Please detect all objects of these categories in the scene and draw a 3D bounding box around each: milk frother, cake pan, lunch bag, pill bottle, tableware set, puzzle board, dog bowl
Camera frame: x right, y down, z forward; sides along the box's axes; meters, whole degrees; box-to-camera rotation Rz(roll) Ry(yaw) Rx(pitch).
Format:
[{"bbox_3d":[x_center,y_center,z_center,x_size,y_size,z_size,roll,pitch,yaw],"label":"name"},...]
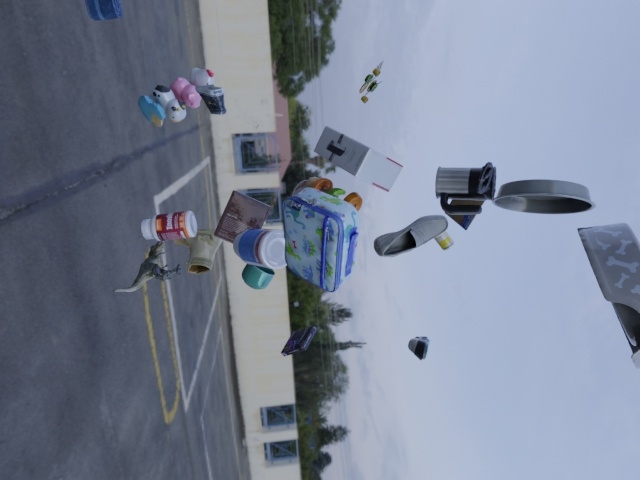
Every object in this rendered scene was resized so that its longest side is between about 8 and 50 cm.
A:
[{"bbox_3d":[0.342,-0.143,1.014,0.143,0.135,0.129,66,37,-45],"label":"milk frother"},{"bbox_3d":[0.703,-0.137,1.352,0.293,0.294,0.054,145,-47,-84],"label":"cake pan"},{"bbox_3d":[0.000,0.000,0.971,0.176,0.090,0.218,28,-48,29],"label":"lunch bag"},{"bbox_3d":[-0.470,-0.043,1.327,0.086,0.152,0.086,-8,90,-89],"label":"pill bottle"},{"bbox_3d":[0.162,-0.497,1.370,0.024,0.104,0.154,43,-16,5],"label":"tableware set"},{"bbox_3d":[0.559,-0.016,1.962,0.116,0.065,0.065,51,1,-11],"label":"pill bottle"},{"bbox_3d":[-0.193,0.022,1.369,0.222,0.124,0.124,6,-79,52],"label":"pill bottle"},{"bbox_3d":[0.438,-0.108,1.282,0.096,0.011,0.128,50,-48,38],"label":"puzzle board"},{"bbox_3d":[0.722,0.116,0.995,0.349,0.102,0.348,34,44,-41],"label":"dog bowl"}]

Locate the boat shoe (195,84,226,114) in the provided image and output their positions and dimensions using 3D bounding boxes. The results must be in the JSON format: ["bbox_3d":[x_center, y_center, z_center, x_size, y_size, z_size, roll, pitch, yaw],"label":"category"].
[{"bbox_3d":[-0.368,-0.471,1.425,0.183,0.065,0.083,38,-39,52],"label":"boat shoe"}]

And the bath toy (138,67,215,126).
[{"bbox_3d":[-0.539,-0.581,1.691,0.348,0.129,0.151,-50,120,-35],"label":"bath toy"}]

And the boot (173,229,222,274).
[{"bbox_3d":[-0.586,0.052,1.955,0.095,0.262,0.203,65,31,-54],"label":"boot"}]

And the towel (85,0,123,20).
[{"bbox_3d":[-0.600,-0.646,1.176,0.029,0.120,0.067,-43,136,-54],"label":"towel"}]

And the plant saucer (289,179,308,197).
[{"bbox_3d":[-0.048,-0.090,1.741,0.311,0.050,0.310,15,72,-55],"label":"plant saucer"}]

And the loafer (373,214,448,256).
[{"bbox_3d":[0.371,-0.011,1.700,0.111,0.320,0.112,-120,-174,-65],"label":"loafer"}]

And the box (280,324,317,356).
[{"bbox_3d":[-0.092,0.426,1.807,0.162,0.029,0.116,-29,-159,45],"label":"box"}]

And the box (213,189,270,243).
[{"bbox_3d":[-0.327,-0.078,1.777,0.168,0.167,0.203,180,-67,-79],"label":"box"}]

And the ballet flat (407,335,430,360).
[{"bbox_3d":[0.338,0.367,1.473,0.203,0.074,0.074,12,73,-73],"label":"ballet flat"}]

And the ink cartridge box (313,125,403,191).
[{"bbox_3d":[0.135,-0.304,1.577,0.273,0.197,0.114,42,-72,44],"label":"ink cartridge box"}]

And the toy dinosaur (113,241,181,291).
[{"bbox_3d":[-0.483,0.089,1.244,0.268,0.118,0.064,-85,-179,-63],"label":"toy dinosaur"}]

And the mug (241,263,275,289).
[{"bbox_3d":[-0.275,0.150,1.859,0.097,0.130,0.158,-58,-177,7],"label":"mug"}]

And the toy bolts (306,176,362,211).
[{"bbox_3d":[0.022,-0.130,1.644,0.158,0.218,0.228,41,-63,33],"label":"toy bolts"}]
